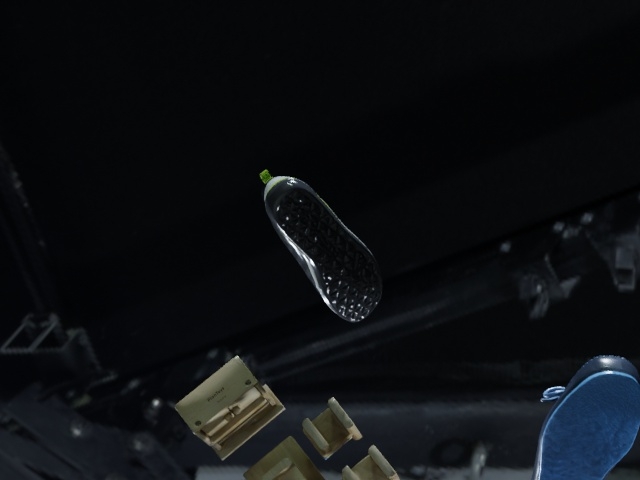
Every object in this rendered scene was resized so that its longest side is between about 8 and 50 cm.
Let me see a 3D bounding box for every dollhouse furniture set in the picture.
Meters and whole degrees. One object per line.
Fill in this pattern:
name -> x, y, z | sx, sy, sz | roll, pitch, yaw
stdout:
dollhouse furniture set -> -0.051, 0.280, 1.272 | 0.242, 0.212, 0.161 | 49, -8, 23

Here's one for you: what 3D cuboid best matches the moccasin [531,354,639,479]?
moccasin -> 0.359, 0.275, 1.484 | 0.137, 0.117, 0.342 | 17, -50, 3

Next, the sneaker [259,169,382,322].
sneaker -> 0.000, 0.000, 1.352 | 0.084, 0.097, 0.235 | -36, -65, -7
